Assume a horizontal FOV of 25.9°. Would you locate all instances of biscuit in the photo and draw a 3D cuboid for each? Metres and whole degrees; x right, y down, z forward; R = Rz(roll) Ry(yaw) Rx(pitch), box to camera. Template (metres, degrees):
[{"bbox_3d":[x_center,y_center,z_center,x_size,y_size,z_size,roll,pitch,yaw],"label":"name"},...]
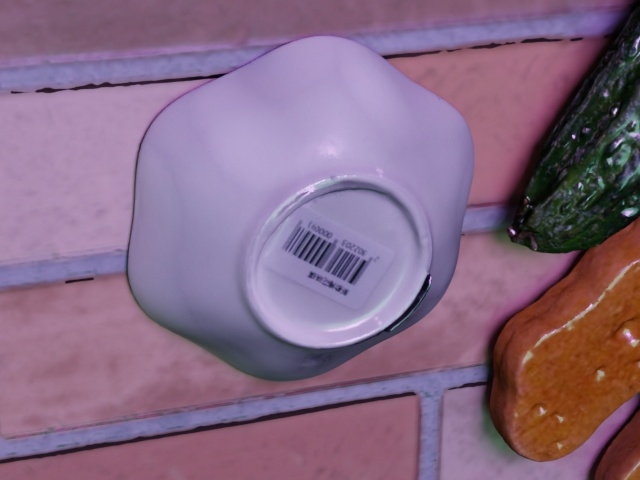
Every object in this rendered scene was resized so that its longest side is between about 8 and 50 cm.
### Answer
[{"bbox_3d":[0.242,0.015,0.782,0.202,0.047,0.334,33,104,-29],"label":"biscuit"}]

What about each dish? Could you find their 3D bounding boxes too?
[{"bbox_3d":[0.000,0.000,0.681,0.191,0.066,0.190,-8,117,-15],"label":"dish"}]

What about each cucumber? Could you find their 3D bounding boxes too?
[{"bbox_3d":[0.187,-0.096,0.689,0.077,0.077,0.265,25,104,-27],"label":"cucumber"}]
